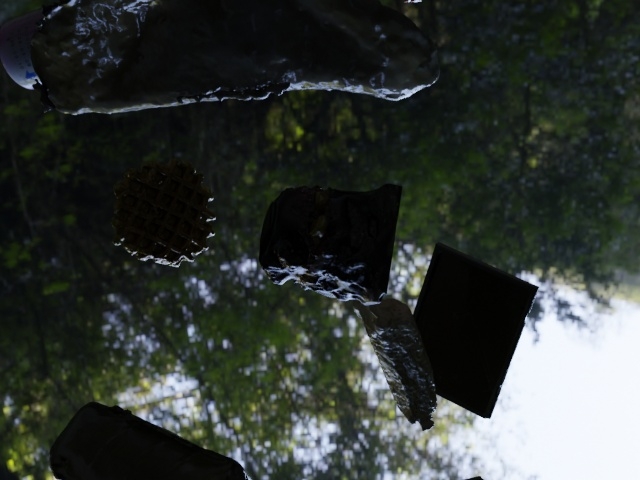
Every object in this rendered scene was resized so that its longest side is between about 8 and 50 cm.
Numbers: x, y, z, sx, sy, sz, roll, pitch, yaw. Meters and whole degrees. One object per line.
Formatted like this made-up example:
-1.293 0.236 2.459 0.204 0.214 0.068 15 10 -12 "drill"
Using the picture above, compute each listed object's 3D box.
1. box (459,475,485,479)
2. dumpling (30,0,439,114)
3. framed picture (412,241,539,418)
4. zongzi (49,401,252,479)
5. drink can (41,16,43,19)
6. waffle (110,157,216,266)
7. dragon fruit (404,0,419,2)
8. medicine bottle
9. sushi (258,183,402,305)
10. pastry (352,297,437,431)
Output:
0.190 0.319 1.249 0.079 0.035 0.083 3 -161 -45 "box"
-0.078 -0.183 0.807 0.332 0.166 0.086 -2 -148 15 "dumpling"
0.270 0.173 1.992 0.213 0.289 0.016 25 -157 22 "framed picture"
-0.168 0.371 1.390 0.323 0.360 0.160 21 -113 40 "zongzi"
-0.348 -0.361 1.782 0.097 0.097 0.235 27 -143 36 "drink can"
-0.249 -0.045 1.689 0.191 0.191 0.038 -24 -162 -29 "waffle"
0.176 -0.521 1.660 0.249 0.371 0.386 47 -125 6 "dragon fruit"
-0.491 -0.397 2.065 0.255 0.152 0.152 -14 -151 22 "medicine bottle"
0.000 0.000 1.409 0.151 0.153 0.172 11 171 -14 "sushi"
0.135 0.196 1.815 0.089 0.258 0.121 -29 -153 -17 "pastry"
